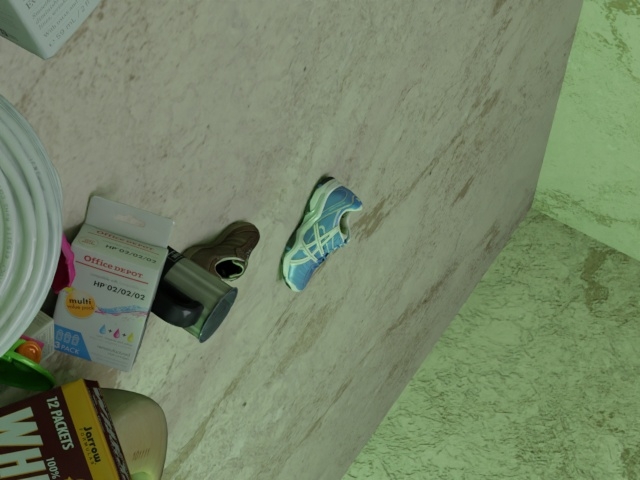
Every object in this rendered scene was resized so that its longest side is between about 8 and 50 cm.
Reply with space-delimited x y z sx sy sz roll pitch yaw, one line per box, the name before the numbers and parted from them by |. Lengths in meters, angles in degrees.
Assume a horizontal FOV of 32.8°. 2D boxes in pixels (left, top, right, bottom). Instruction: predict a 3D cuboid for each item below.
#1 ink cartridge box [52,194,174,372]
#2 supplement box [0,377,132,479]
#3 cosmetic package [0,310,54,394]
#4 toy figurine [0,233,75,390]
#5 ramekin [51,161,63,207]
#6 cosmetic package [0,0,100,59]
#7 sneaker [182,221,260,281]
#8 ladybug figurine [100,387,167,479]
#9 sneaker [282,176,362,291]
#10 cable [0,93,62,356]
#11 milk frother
ink cartridge box | -0.242 0.051 1.252 0.061 0.104 0.181 -83 -169 -65
supplement box | -0.307 0.235 1.112 0.194 0.129 0.191 -20 175 -9
cosmetic package | -0.349 0.128 1.203 0.115 0.041 0.060 -41 153 -45
toy figurine | -0.320 0.046 1.103 0.173 0.130 0.159 40 57 -40
ramekin | -0.334 -0.011 0.945 0.207 0.109 0.207 -50 159 -28
cosmetic package | -0.248 -0.260 0.854 0.117 0.085 0.231 -56 162 -16
sneaker | -0.131 0.030 1.578 0.188 0.071 0.066 -31 145 -55
ladybug figurine | -0.349 0.372 1.361 0.449 0.162 0.305 -65 161 8
sneaker | 0.000 0.000 1.855 0.080 0.081 0.211 -22 139 -64
cable | -0.318 -0.010 0.784 0.257 0.257 0.089 -49 -166 -3
milk frother | -0.202 0.090 1.373 0.129 0.135 0.143 -42 161 -55
